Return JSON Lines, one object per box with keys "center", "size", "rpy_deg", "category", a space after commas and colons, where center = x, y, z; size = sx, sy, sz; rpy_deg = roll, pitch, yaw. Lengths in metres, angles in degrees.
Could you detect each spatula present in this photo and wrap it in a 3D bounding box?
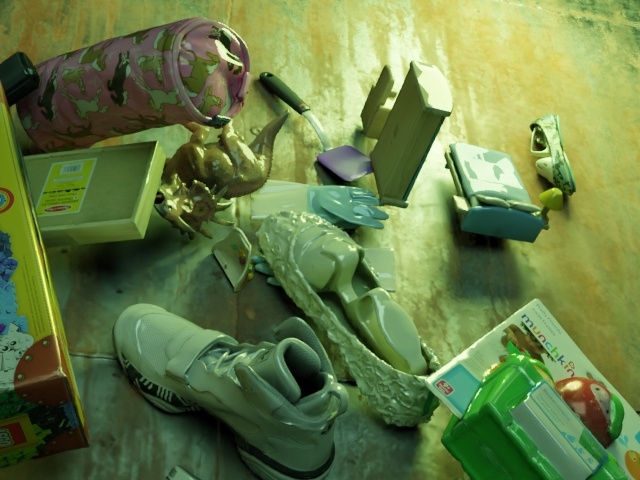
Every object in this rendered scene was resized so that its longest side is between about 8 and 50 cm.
{"center": [-0.013, -0.203, 2.040], "size": [0.084, 0.030, 0.296], "rpy_deg": [-23, 60, -34], "category": "spatula"}

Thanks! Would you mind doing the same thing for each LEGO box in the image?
{"center": [-0.533, 0.060, 1.480], "size": [0.373, 0.193, 0.500], "rpy_deg": [-15, 55, -11], "category": "LEGO box"}

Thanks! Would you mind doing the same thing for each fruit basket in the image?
{"center": [0.344, 0.255, 1.662], "size": [0.353, 0.165, 0.327], "rpy_deg": [-27, 74, -45], "category": "fruit basket"}

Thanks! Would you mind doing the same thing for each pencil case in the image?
{"center": [-0.285, -0.222, 1.744], "size": [0.386, 0.167, 0.160], "rpy_deg": [-5, 22, 38], "category": "pencil case"}

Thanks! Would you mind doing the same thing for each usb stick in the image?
{"center": [-0.539, -0.183, 1.741], "size": [0.278, 0.045, 0.077], "rpy_deg": [-34, 54, 3], "category": "usb stick"}

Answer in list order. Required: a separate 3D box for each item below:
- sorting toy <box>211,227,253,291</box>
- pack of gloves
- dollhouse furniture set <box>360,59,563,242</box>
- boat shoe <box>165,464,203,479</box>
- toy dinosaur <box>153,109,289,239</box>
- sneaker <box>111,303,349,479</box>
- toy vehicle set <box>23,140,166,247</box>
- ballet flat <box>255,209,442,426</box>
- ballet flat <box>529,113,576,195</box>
{"center": [-0.124, 0.021, 1.780], "size": [0.045, 0.075, 0.083], "rpy_deg": [-16, 57, -29], "category": "sorting toy"}
{"center": [0.000, 0.000, 1.875], "size": [0.232, 0.046, 0.195], "rpy_deg": [4, 58, -9], "category": "pack of gloves"}
{"center": [0.257, -0.178, 1.974], "size": [0.304, 0.198, 0.286], "rpy_deg": [11, 38, -17], "category": "dollhouse furniture set"}
{"center": [-0.111, 0.372, 1.490], "size": [0.219, 0.078, 0.070], "rpy_deg": [32, 83, 5], "category": "boat shoe"}
{"center": [-0.158, -0.101, 1.831], "size": [0.296, 0.127, 0.200], "rpy_deg": [-20, 60, -27], "category": "toy dinosaur"}
{"center": [-0.117, 0.164, 1.566], "size": [0.366, 0.210, 0.137], "rpy_deg": [36, 49, 13], "category": "sneaker"}
{"center": [-0.369, -0.064, 1.714], "size": [0.267, 0.035, 0.166], "rpy_deg": [-5, 47, 16], "category": "toy vehicle set"}
{"center": [0.056, 0.084, 1.728], "size": [0.147, 0.147, 0.409], "rpy_deg": [-23, 64, -33], "category": "ballet flat"}
{"center": [0.416, -0.151, 2.125], "size": [0.070, 0.070, 0.188], "rpy_deg": [8, 47, -12], "category": "ballet flat"}
